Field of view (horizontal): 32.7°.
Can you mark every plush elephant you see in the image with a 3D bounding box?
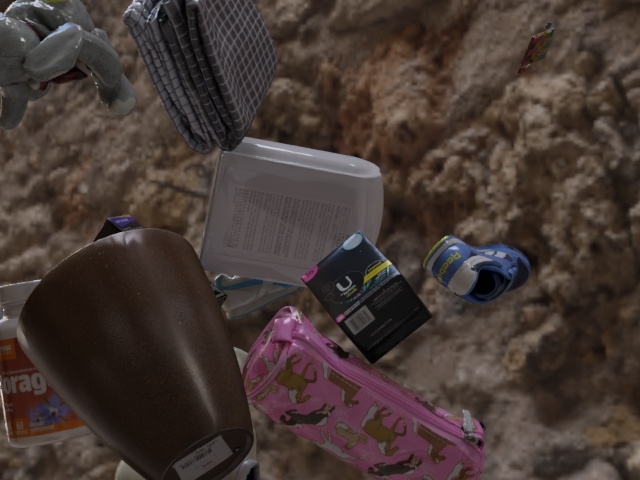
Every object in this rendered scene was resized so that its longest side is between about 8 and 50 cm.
[{"bbox_3d":[-0.498,-0.313,1.869,0.271,0.255,0.330,18,-46,18],"label":"plush elephant"}]

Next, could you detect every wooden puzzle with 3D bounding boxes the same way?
[{"bbox_3d":[0.302,-0.267,1.511,0.049,0.006,0.083,-26,-32,-36],"label":"wooden puzzle"}]

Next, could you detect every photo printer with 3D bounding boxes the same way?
[{"bbox_3d":[-0.047,-0.044,1.928,0.307,0.107,0.256,9,-64,-8],"label":"photo printer"}]

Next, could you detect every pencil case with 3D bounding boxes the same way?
[{"bbox_3d":[0.062,0.250,1.603,0.386,0.167,0.160,31,8,-14],"label":"pencil case"}]

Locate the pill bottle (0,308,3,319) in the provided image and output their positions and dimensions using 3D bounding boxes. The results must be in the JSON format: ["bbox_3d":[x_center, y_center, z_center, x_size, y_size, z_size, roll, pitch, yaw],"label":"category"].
[{"bbox_3d":[-0.641,0.153,2.074,0.184,0.103,0.103,-3,-22,33],"label":"pill bottle"}]

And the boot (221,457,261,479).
[{"bbox_3d":[-0.177,0.503,1.948,0.123,0.258,0.095,12,8,32],"label":"boot"}]

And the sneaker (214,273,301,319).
[{"bbox_3d":[-0.090,0.064,2.051,0.228,0.092,0.087,-26,4,-25],"label":"sneaker"}]

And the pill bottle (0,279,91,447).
[{"bbox_3d":[-0.379,0.164,1.477,0.121,0.216,0.121,-10,-3,0],"label":"pill bottle"}]

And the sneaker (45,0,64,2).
[{"bbox_3d":[-0.329,-0.449,1.350,0.123,0.296,0.109,-17,21,-32],"label":"sneaker"}]

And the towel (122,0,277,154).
[{"bbox_3d":[-0.172,-0.313,1.731,0.121,0.235,0.284,-3,-50,23],"label":"towel"}]

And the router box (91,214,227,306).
[{"bbox_3d":[-0.349,0.148,1.945,0.243,0.309,0.081,39,17,10],"label":"router box"}]

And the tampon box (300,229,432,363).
[{"bbox_3d":[0.067,0.083,1.641,0.120,0.161,0.101,-39,-57,-3],"label":"tampon box"}]

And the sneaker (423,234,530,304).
[{"bbox_3d":[0.159,0.035,1.037,0.144,0.059,0.053,6,-60,-46],"label":"sneaker"}]

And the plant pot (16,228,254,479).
[{"bbox_3d":[-0.172,0.143,1.141,0.215,0.230,0.215,-26,-33,-18],"label":"plant pot"}]

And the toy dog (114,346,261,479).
[{"bbox_3d":[-0.282,0.400,2.219,0.284,0.408,0.395,-19,-52,22],"label":"toy dog"}]
